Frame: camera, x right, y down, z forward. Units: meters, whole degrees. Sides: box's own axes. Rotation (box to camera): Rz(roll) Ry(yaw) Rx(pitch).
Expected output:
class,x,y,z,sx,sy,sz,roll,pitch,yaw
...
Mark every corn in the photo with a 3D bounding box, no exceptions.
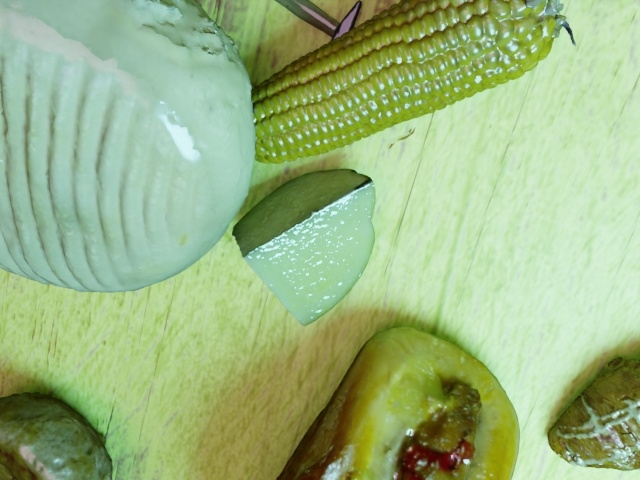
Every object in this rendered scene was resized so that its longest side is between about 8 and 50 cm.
class,x,y,z,sx,sy,sz,roll,pitch,yaw
corn,0.060,-0.150,0.504,0.305,0.106,0.106,-22,98,22

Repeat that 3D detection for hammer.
class,x,y,z,sx,sy,sz,roll,pitch,yaw
hammer,-0.052,-0.257,0.549,0.199,0.013,0.062,35,109,2

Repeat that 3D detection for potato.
class,x,y,z,sx,sy,sz,roll,pitch,yaw
potato,0.000,0.000,0.588,0.149,0.081,0.120,-31,127,3

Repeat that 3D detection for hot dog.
class,x,y,z,sx,sy,sz,roll,pitch,yaw
hot dog,0.032,0.294,0.565,0.185,0.223,0.405,31,109,7

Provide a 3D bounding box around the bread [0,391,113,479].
class,x,y,z,sx,sy,sz,roll,pitch,yaw
bread,-0.368,0.296,0.713,0.230,0.123,0.230,5,107,18

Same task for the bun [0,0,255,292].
class,x,y,z,sx,sy,sz,roll,pitch,yaw
bun,-0.219,-0.110,0.507,0.362,0.234,0.326,1,125,21

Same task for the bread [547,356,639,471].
class,x,y,z,sx,sy,sz,roll,pitch,yaw
bread,0.330,0.161,0.536,0.233,0.076,0.105,-33,96,17
